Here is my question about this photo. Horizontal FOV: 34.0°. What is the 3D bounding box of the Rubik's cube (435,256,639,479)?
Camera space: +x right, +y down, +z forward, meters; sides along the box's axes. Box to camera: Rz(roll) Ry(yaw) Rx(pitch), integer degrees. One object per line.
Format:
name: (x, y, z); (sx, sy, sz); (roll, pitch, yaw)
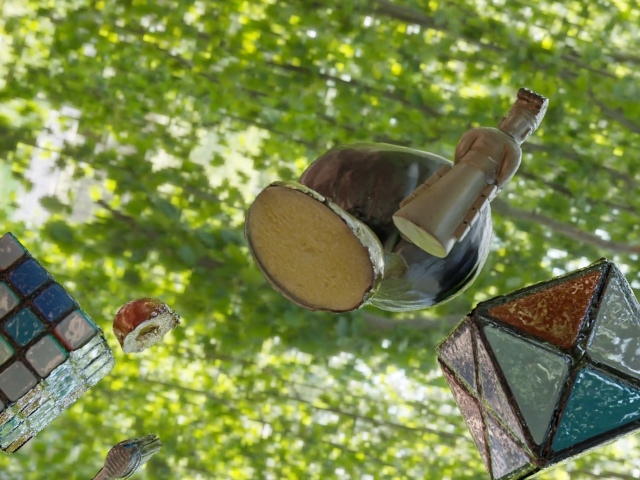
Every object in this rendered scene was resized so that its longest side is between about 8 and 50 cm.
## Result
Rubik's cube: (0.345, 0.202, 1.558); (0.248, 0.250, 0.246); (105, -36, -70)

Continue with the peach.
peach: (-0.242, 0.108, 1.432); (0.061, 0.098, 0.098); (52, -36, 18)

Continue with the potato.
potato: (0.000, 0.000, 1.362); (0.081, 0.200, 0.164); (-39, 161, -54)

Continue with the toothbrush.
toothbrush: (-0.267, 0.294, 1.173); (0.413, 0.042, 0.035); (-45, -114, 49)

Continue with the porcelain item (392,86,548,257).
porcelain item: (0.171, -0.078, 1.132); (0.213, 0.084, 0.054); (-48, 151, -17)

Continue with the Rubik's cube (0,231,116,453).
Rubik's cube: (-0.325, 0.111, 1.101); (0.155, 0.151, 0.154); (-40, 169, -17)

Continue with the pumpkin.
pumpkin: (0.093, -0.007, 1.566); (0.315, 0.315, 0.238); (142, -33, -72)
